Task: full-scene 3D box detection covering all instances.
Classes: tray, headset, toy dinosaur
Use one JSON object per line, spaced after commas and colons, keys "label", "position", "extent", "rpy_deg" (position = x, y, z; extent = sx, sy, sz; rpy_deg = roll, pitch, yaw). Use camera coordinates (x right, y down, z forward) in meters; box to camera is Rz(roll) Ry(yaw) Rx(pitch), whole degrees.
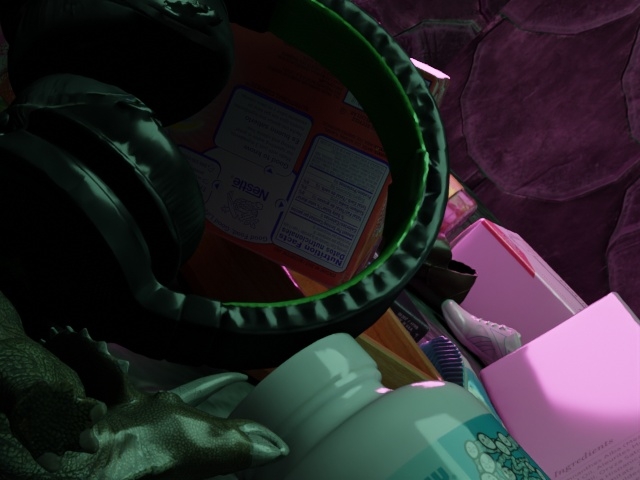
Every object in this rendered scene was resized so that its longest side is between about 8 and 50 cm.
{"label": "tray", "position": [-0.063, -0.014, 1.185], "extent": [0.203, 0.076, 0.411], "rpy_deg": [35, 13, -45]}
{"label": "headset", "position": [-0.116, -0.081, 0.759], "extent": [0.394, 0.185, 0.243], "rpy_deg": [14, 58, -9]}
{"label": "toy dinosaur", "position": [-0.160, 0.034, 0.546], "extent": [0.313, 0.121, 0.160], "rpy_deg": [38, -1, -11]}

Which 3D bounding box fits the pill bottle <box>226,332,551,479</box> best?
{"label": "pill bottle", "position": [0.064, 0.171, 0.715], "extent": [0.264, 0.146, 0.146], "rpy_deg": [47, 10, 17]}

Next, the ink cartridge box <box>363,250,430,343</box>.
{"label": "ink cartridge box", "position": [0.000, 0.000, 1.477], "extent": [0.206, 0.045, 0.208], "rpy_deg": [37, 10, -39]}

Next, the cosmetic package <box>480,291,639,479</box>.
{"label": "cosmetic package", "position": [0.295, 0.241, 1.231], "extent": [0.230, 0.161, 0.453], "rpy_deg": [55, 6, -18]}

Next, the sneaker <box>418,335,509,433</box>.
{"label": "sneaker", "position": [0.113, 0.170, 1.148], "extent": [0.092, 0.087, 0.228], "rpy_deg": [46, 14, -38]}

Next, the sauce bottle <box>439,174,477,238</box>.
{"label": "sauce bottle", "position": [0.085, -0.138, 2.219], "extent": [0.344, 0.111, 0.111], "rpy_deg": [47, 10, 10]}

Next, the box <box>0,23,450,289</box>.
{"label": "box", "position": [-0.081, -0.099, 0.966], "extent": [0.300, 0.154, 0.142], "rpy_deg": [24, 9, 5]}

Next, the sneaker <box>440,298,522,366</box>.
{"label": "sneaker", "position": [0.212, 0.123, 1.805], "extent": [0.152, 0.061, 0.054], "rpy_deg": [46, 11, 12]}

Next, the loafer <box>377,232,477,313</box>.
{"label": "loafer", "position": [0.118, 0.012, 1.815], "extent": [0.220, 0.078, 0.080], "rpy_deg": [36, 13, -43]}

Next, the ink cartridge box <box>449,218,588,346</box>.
{"label": "ink cartridge box", "position": [0.283, 0.085, 2.083], "extent": [0.207, 0.117, 0.283], "rpy_deg": [47, 10, 14]}
